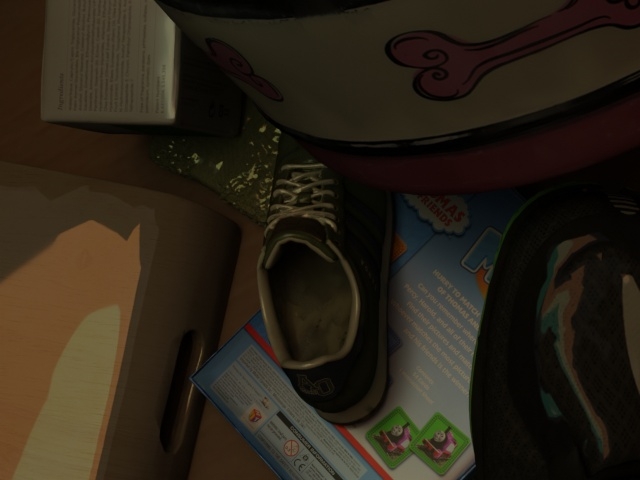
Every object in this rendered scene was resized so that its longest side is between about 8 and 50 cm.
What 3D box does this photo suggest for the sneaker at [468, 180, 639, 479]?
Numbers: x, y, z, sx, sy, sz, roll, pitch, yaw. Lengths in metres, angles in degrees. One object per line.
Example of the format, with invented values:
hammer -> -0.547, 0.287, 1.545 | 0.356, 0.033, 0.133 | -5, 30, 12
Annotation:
sneaker -> 0.158, 0.200, 0.867 | 0.185, 0.202, 0.483 | -3, 76, 5

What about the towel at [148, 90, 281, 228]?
towel -> -0.029, -0.089, 1.112 | 0.110, 0.027, 0.148 | 31, 86, 22

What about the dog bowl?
dog bowl -> 0.109, -0.185, 0.936 | 0.408, 0.150, 0.408 | -22, 31, 13

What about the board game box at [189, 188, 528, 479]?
board game box -> 0.053, 0.061, 1.037 | 0.211, 0.039, 0.160 | -45, 67, 2

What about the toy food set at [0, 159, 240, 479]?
toy food set -> -0.217, 0.064, 1.109 | 0.306, 0.092, 0.220 | 11, 77, 12

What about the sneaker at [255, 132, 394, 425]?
sneaker -> 0.000, 0.000, 1.003 | 0.064, 0.086, 0.192 | -9, 71, 16

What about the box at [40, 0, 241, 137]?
box -> -0.102, -0.113, 1.061 | 0.087, 0.101, 0.102 | 4, 90, 19
